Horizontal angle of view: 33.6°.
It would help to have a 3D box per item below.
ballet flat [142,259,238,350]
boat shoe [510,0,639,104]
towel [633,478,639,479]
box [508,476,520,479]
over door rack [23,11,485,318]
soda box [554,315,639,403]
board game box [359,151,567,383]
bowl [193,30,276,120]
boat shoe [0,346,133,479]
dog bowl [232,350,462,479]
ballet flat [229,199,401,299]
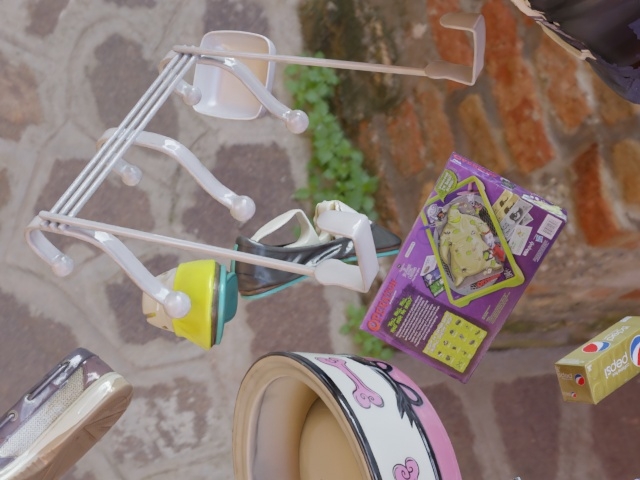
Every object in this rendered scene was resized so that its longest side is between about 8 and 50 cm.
[{"bbox_3d":[-0.116,0.053,0.931,0.077,0.231,0.077,3,89,-2],"label":"ballet flat"},{"bbox_3d":[0.161,-0.232,0.767,0.158,0.127,0.340,35,29,-37],"label":"boat shoe"},{"bbox_3d":[0.560,0.545,1.861,0.336,0.040,0.243,3,47,-46],"label":"towel"},{"bbox_3d":[0.165,0.319,1.139,0.027,0.137,0.094,4,65,-64],"label":"box"},{"bbox_3d":[-0.045,-0.055,0.830,0.239,0.324,0.108,-61,137,-34],"label":"over door rack"},{"bbox_3d":[0.421,0.171,1.535,0.181,0.058,0.061,-24,103,-34],"label":"soda box"},{"bbox_3d":[0.227,0.051,1.730,0.208,0.347,0.056,27,27,-1],"label":"board game box"},{"bbox_3d":[-0.132,-0.265,1.718,0.053,0.142,0.142,3,98,-60],"label":"bowl"},{"bbox_3d":[-0.332,0.229,1.134,0.285,0.103,0.092,-42,67,-16],"label":"boat shoe"},{"bbox_3d":[0.036,0.336,1.419,0.150,0.408,0.408,-10,74,-31],"label":"dog bowl"},{"bbox_3d":[0.000,0.000,1.414,0.280,0.095,0.096,-17,100,-40],"label":"ballet flat"}]
